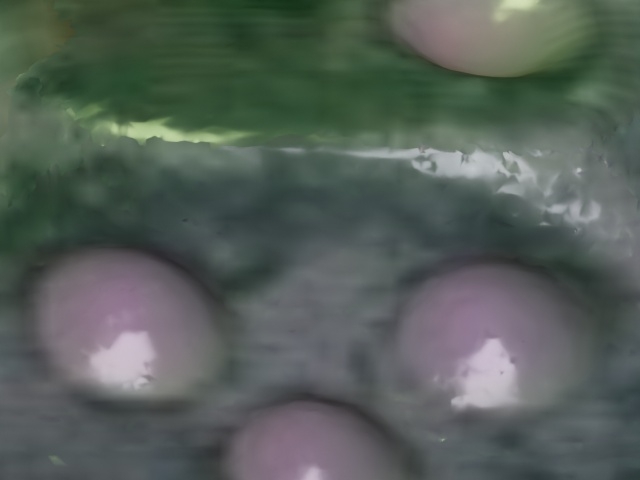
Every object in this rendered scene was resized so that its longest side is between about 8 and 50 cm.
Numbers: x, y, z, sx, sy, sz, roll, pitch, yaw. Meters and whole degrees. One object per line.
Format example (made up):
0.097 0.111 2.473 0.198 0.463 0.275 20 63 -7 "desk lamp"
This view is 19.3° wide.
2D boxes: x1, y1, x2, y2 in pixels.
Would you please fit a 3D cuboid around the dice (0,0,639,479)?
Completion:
0.000 0.000 0.893 0.348 0.328 0.330 1 125 5 "dice"
